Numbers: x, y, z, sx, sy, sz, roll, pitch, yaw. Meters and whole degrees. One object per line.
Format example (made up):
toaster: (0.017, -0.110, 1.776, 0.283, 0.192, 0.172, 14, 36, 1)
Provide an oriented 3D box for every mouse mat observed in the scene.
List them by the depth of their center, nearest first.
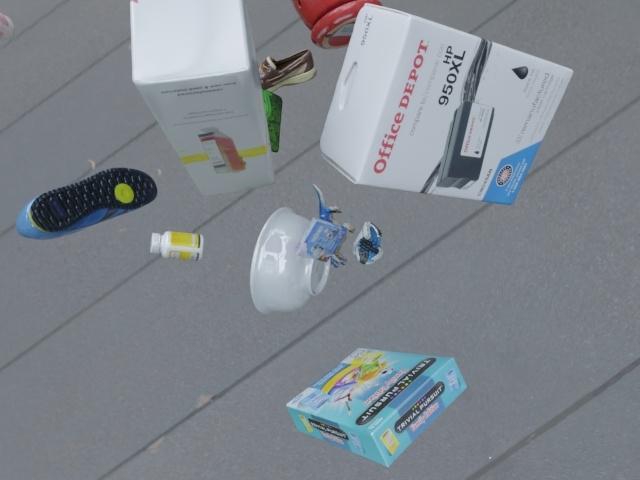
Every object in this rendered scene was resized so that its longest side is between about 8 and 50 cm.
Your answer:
mouse mat: (-0.180, -0.375, 1.529, 0.007, 0.152, 0.190, -9, 74, 45)

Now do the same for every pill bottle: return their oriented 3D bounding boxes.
pill bottle: (-0.339, 0.012, 1.187, 0.116, 0.065, 0.065, 7, 63, -23)

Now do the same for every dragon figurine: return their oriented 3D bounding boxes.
dragon figurine: (0.019, -0.044, 1.709, 0.144, 0.085, 0.289, -37, 94, 14)

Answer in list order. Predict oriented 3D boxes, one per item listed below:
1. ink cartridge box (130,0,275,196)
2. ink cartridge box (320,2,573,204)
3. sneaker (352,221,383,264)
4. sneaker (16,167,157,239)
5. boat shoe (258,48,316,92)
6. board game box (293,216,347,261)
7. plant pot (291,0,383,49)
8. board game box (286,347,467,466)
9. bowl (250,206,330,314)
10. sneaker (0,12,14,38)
ink cartridge box: (-0.186, -0.283, 0.870, 0.160, 0.385, 0.279, -9, 73, -3)
ink cartridge box: (0.233, -0.240, 0.951, 0.166, 0.394, 0.286, 50, 130, 52)
sneaker: (0.117, 0.025, 1.324, 0.071, 0.191, 0.083, 36, 116, -5)
sneaker: (-0.345, -0.055, 0.749, 0.082, 0.209, 0.069, -19, 98, 41)
boat shoe: (-0.188, -0.645, 1.912, 0.341, 0.123, 0.123, -15, 48, 0)
board game box: (0.000, 0.000, 1.095, 0.090, 0.090, 0.020, -59, 40, 19)
plant pot: (0.033, -0.529, 1.100, 0.191, 0.191, 0.174, -19, 89, 10)
board game box: (0.112, 0.348, 1.120, 0.253, 0.336, 0.079, -31, 99, -32)
bowl: (-0.059, 0.067, 1.345, 0.134, 0.298, 0.298, 11, 72, 21)
sneaker: (-0.649, -0.430, 0.967, 0.134, 0.070, 0.051, 30, 92, 14)
